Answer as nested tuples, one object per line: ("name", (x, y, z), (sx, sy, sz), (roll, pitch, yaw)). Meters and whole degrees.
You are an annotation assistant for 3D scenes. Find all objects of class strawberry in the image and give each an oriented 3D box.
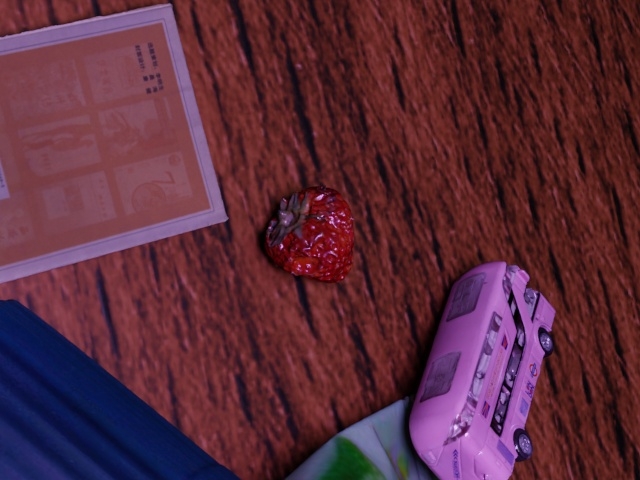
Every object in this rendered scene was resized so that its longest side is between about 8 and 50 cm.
("strawberry", (0.000, 0.000, 1.461), (0.083, 0.073, 0.073), (42, 61, -37))

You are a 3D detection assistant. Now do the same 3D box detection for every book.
("book", (-0.188, -0.068, 1.368), (0.241, 0.018, 0.170), (-16, 93, -35))

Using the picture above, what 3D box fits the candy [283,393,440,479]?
("candy", (0.017, 0.253, 1.375), (0.398, 0.172, 0.263), (-9, 84, -45))

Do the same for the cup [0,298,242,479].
("cup", (-0.161, 0.226, 1.107), (0.292, 0.308, 0.242), (41, 31, 10))

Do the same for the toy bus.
("toy bus", (0.128, 0.105, 1.498), (0.090, 0.063, 0.203), (49, 38, -23))
